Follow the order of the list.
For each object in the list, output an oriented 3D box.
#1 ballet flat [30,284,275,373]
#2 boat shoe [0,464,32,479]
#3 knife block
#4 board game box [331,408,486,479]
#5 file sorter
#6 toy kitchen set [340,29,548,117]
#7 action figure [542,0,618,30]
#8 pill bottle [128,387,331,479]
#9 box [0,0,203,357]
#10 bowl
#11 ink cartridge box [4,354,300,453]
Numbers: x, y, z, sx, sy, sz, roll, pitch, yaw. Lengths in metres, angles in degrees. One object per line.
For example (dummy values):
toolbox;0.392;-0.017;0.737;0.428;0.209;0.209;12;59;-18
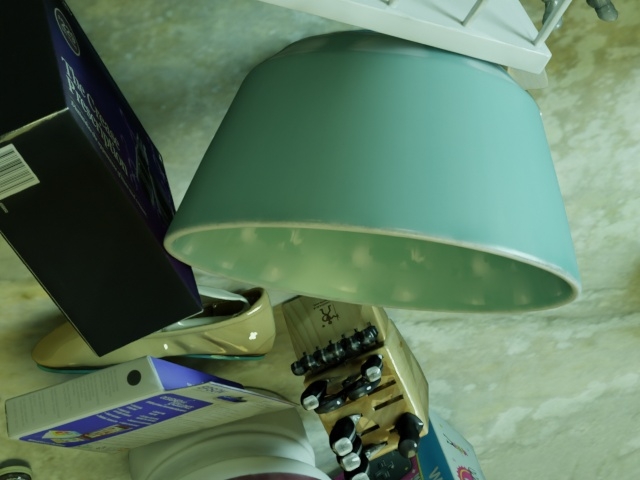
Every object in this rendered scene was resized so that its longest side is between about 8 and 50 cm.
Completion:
ballet flat;-0.154;0.076;1.619;0.232;0.080;0.073;-3;110;-22
boat shoe;-0.335;0.289;1.788;0.056;0.049;0.152;12;131;-32
knife block;0.051;0.165;1.654;0.088;0.242;0.276;-24;140;7
board game box;0.053;0.357;1.863;0.303;0.224;0.097;-38;127;13
file sorter;0.054;-0.264;1.211;0.277;0.193;0.173;11;128;-31
toy kitchen set;0.091;-0.089;1.510;0.166;0.122;0.207;-6;118;-15
action figure;0.206;-0.271;1.367;0.137;0.063;0.232;-11;136;-5
pill bottle;-0.061;0.354;1.705;0.224;0.392;0.224;-11;140;-9
box;-0.196;-0.064;1.341;0.103;0.184;0.261;-25;140;3
bowl;0.046;-0.052;1.307;0.311;0.163;0.311;6;169;1
ink cartridge box;-0.152;0.150;1.624;0.208;0.045;0.206;-16;164;18
